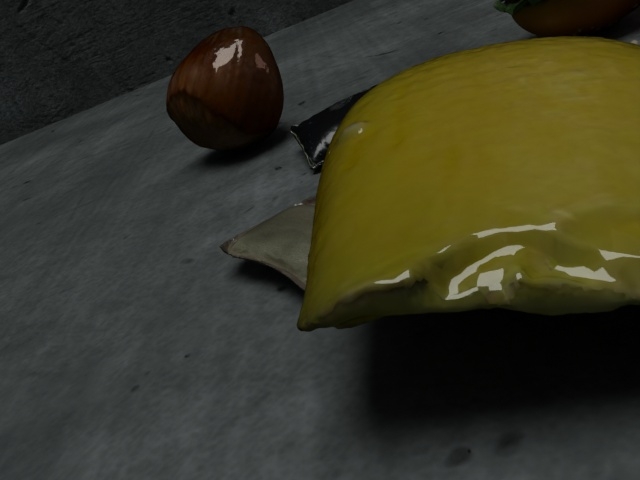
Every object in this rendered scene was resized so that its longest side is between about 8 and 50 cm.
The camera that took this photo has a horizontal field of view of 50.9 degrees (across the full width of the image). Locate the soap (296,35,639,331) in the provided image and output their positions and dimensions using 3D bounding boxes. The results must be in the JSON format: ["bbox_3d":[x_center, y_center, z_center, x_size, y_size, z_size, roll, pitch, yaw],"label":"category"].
[{"bbox_3d":[0.144,-0.058,0.504,0.305,0.115,0.427,-9,31,18],"label":"soap"}]

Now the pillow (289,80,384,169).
[{"bbox_3d":[0.065,-0.168,0.910,0.208,0.055,0.141,-24,31,0],"label":"pillow"}]

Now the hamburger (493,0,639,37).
[{"bbox_3d":[0.362,-0.377,0.940,0.246,0.170,0.246,-30,24,15],"label":"hamburger"}]

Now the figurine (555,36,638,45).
[{"bbox_3d":[0.273,-0.192,0.769,0.187,0.083,0.083,-13,22,-8],"label":"figurine"}]

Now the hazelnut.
[{"bbox_3d":[-0.148,-0.244,1.086,0.214,0.176,0.215,-17,66,41],"label":"hazelnut"}]

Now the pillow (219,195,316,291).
[{"bbox_3d":[0.000,0.000,0.617,0.130,0.038,0.232,-31,25,-26],"label":"pillow"}]
